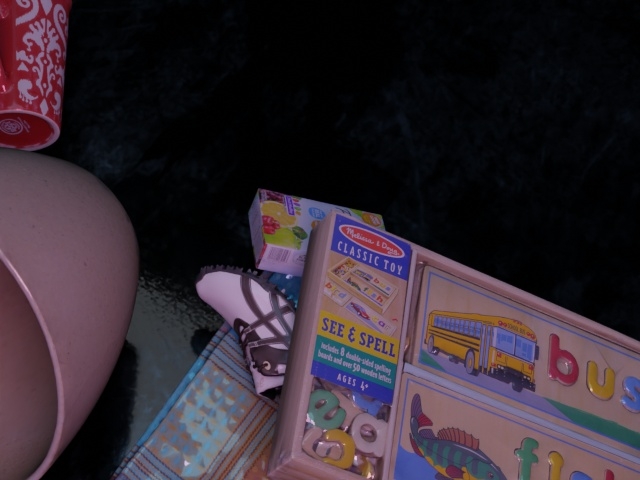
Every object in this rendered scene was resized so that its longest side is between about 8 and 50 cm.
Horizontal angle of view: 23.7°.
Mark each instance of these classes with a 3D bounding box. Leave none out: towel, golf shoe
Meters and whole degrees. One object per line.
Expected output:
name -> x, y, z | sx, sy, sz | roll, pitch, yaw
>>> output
towel -> -0.022, 0.201, 1.505 | 0.271, 0.040, 0.370 | 31, 62, 11
golf shoe -> -0.053, 0.099, 1.494 | 0.198, 0.077, 0.094 | 32, 64, 13

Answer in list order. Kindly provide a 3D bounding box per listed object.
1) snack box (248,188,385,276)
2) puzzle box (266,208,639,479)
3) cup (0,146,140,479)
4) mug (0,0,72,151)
snack box -> 0.000, 0.000, 1.582 | 0.141, 0.037, 0.100 | 12, 34, -16
puzzle box -> 0.159, 0.161, 1.450 | 0.409, 0.052, 0.272 | 22, 53, -18
cup -> -0.304, 0.044, 1.431 | 0.331, 0.331, 0.237 | 35, 37, 12
mug -> -0.339, -0.195, 1.638 | 0.150, 0.113, 0.169 | 21, 55, -43
